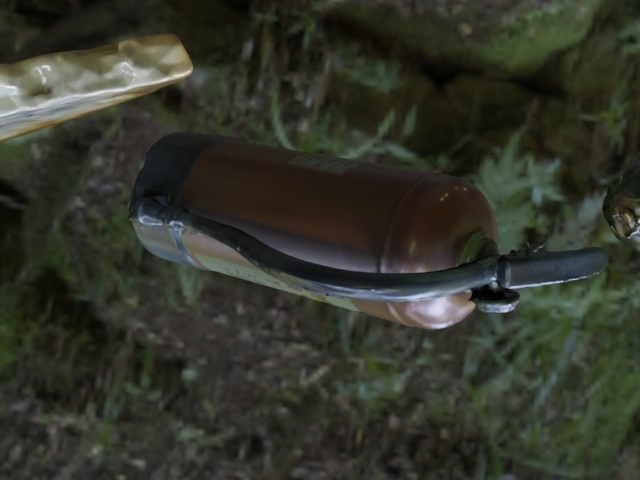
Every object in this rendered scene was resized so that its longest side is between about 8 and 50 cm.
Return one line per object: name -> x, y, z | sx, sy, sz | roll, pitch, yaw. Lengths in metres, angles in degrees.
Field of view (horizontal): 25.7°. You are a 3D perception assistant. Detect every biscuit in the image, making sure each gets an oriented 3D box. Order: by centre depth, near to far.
biscuit -> -0.239, -0.069, 0.857 | 0.309, 0.040, 0.204 | -19, -174, -14

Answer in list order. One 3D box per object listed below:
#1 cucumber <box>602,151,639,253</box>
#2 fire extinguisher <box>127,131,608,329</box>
cucumber -> 0.213, -0.030, 0.617 | 0.294, 0.067, 0.068 | -16, -170, -39
fire extinguisher -> 0.003, 0.009, 1.046 | 0.376, 0.113, 0.200 | 12, -144, 37
